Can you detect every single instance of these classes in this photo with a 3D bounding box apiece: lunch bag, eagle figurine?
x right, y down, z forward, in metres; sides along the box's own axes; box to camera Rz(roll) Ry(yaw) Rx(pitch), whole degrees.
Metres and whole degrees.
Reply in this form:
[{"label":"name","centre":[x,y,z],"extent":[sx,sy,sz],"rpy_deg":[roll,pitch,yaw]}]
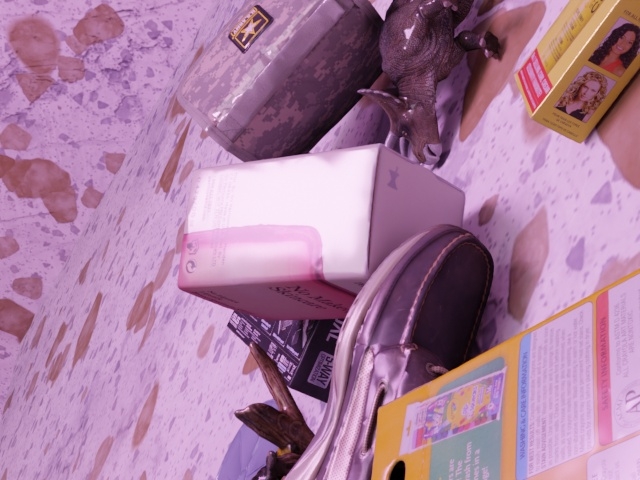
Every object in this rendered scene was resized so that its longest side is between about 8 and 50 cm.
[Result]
[{"label":"lunch bag","centre":[-0.038,-0.207,1.546],"extent":[0.235,0.169,0.287],"rpy_deg":[-47,-2,4]},{"label":"eagle figurine","centre":[-0.083,0.288,1.240],"extent":[0.298,0.225,0.226],"rpy_deg":[-45,36,24]}]

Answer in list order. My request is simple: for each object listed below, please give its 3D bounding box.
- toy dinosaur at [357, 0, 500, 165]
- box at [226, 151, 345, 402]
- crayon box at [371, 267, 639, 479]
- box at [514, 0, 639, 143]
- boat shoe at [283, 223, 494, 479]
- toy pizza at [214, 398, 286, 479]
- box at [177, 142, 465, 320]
[{"label":"toy dinosaur","centre":[0.115,-0.238,1.427],"extent":[0.160,0.121,0.313],"rpy_deg":[-26,44,39]},{"label":"box","centre":[0.004,0.033,1.470],"extent":[0.242,0.076,0.307],"rpy_deg":[-66,18,0]},{"label":"crayon box","centre":[0.162,0.144,0.797],"extent":[0.323,0.083,0.203],"rpy_deg":[-34,35,40]},{"label":"box","centre":[0.255,-0.198,1.083],"extent":[0.232,0.058,0.087],"rpy_deg":[-56,21,29]},{"label":"boat shoe","centre":[0.076,0.158,1.082],"extent":[0.130,0.132,0.355],"rpy_deg":[12,75,46]},{"label":"toy pizza","centre":[-0.075,0.274,1.464],"extent":[0.201,0.032,0.201],"rpy_deg":[-55,20,31]},{"label":"box","centre":[0.000,0.000,1.244],"extent":[0.232,0.149,0.126],"rpy_deg":[-5,71,39]}]
